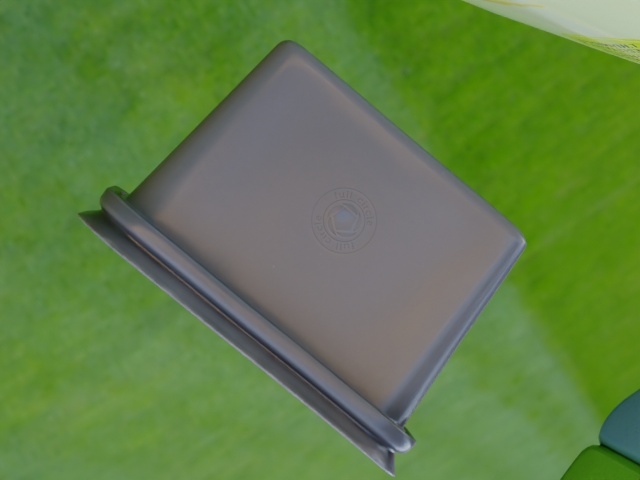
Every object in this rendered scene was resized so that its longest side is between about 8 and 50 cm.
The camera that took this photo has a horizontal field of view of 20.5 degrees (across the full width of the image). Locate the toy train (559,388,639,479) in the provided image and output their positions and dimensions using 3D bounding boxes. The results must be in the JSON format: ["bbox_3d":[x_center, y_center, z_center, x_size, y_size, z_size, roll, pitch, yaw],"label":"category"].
[{"bbox_3d":[0.167,0.126,0.566,0.248,0.105,0.143,41,83,-32],"label":"toy train"}]

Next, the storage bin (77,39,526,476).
[{"bbox_3d":[0.000,0.000,0.607,0.091,0.135,0.098,-49,-176,-1],"label":"storage bin"}]

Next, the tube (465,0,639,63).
[{"bbox_3d":[0.015,-0.077,0.324,0.062,0.070,0.240,-28,150,25],"label":"tube"}]
